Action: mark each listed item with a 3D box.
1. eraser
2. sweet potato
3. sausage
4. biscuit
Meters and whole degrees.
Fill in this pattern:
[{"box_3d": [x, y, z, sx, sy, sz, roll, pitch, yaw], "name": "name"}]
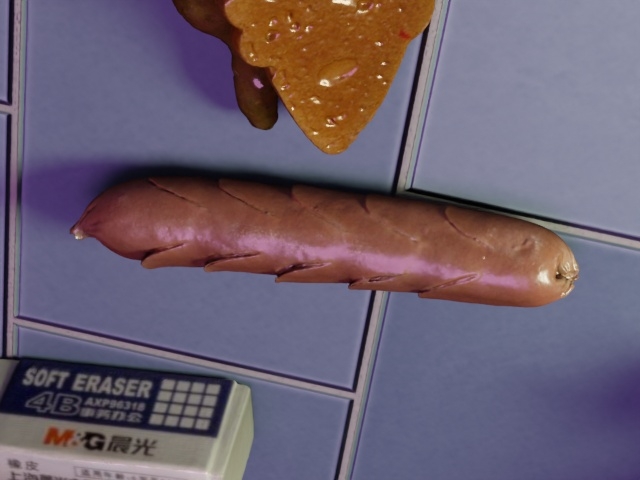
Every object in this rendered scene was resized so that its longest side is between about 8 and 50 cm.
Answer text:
[{"box_3d": [-0.210, 0.184, 1.768, 0.279, 0.124, 0.081, 5, 131, 10], "name": "eraser"}, {"box_3d": [-0.073, -0.185, 1.454, 0.074, 0.075, 0.269, -9, 138, 20], "name": "sweet potato"}, {"box_3d": [0.000, -0.002, 1.588, 0.433, 0.088, 0.088, 6, 131, 8], "name": "sausage"}, {"box_3d": [0.011, -0.178, 1.427, 0.183, 0.043, 0.280, -12, 138, -10], "name": "biscuit"}]
